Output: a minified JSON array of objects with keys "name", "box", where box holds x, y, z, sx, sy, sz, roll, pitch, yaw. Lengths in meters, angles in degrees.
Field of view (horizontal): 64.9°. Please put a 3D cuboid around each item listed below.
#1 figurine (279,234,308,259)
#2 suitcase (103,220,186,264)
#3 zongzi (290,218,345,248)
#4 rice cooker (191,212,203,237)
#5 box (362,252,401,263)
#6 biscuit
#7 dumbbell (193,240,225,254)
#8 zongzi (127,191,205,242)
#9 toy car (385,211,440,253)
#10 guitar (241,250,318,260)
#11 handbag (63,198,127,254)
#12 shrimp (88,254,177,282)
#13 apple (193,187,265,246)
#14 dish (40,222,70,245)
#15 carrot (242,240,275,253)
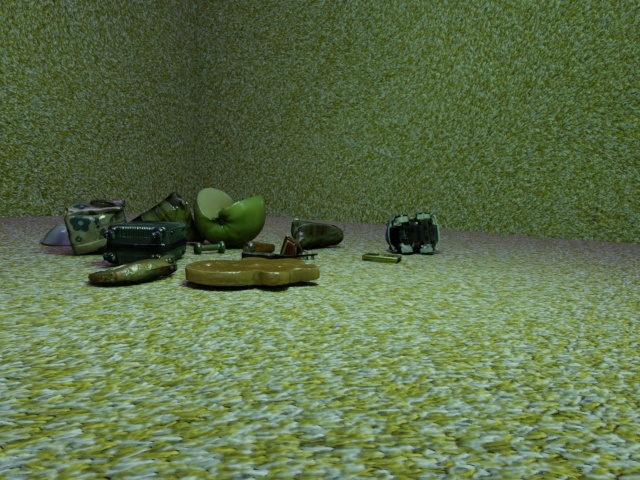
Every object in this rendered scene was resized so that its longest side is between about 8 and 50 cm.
[{"name":"figurine","box":[-0.093,0.040,1.817,0.098,0.082,0.154,21,4,-10]},{"name":"suitcase","box":[-0.561,0.006,1.635,0.202,0.128,0.312,2,6,-2]},{"name":"zongzi","box":[0.000,0.000,2.133,0.247,0.111,0.241,7,23,-11]},{"name":"rice cooker","box":[-0.531,-0.070,2.359,0.206,0.127,0.145,-10,12,-26]},{"name":"box","box":[0.230,0.065,1.876,0.133,0.023,0.090,5,8,18]},{"name":"biscuit","box":[-0.187,0.090,1.375,0.355,0.052,0.275,-2,7,-26]},{"name":"dumbbell","box":[-0.415,0.027,1.881,0.118,0.046,0.052,-3,3,-36]},{"name":"zongzi","box":[-0.634,-0.022,2.075,0.286,0.288,0.134,-32,52,-12]},{"name":"toy car","box":[0.381,-0.021,2.153,0.235,0.172,0.158,-2,-9,-17]},{"name":"guitar","box":[-0.139,0.057,1.726,0.271,0.038,0.084,1,7,13]},{"name":"handbag","box":[-0.793,-0.058,1.809,0.193,0.190,0.251,-12,13,-16]},{"name":"shrimp","box":[-0.504,0.082,1.356,0.173,0.058,0.253,-4,5,26]},{"name":"apple","box":[-0.378,-0.087,2.085,0.295,0.233,0.258,4,22,9]},{"name":"dish","box":[-1.004,-0.030,2.025,0.229,0.081,0.229,2,7,0]},{"name":"carrot","box":[-0.232,0.030,1.916,0.055,0.055,0.161,6,0,33]}]
